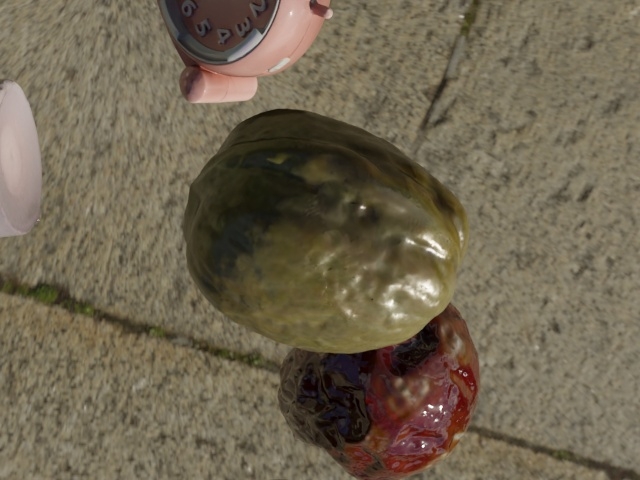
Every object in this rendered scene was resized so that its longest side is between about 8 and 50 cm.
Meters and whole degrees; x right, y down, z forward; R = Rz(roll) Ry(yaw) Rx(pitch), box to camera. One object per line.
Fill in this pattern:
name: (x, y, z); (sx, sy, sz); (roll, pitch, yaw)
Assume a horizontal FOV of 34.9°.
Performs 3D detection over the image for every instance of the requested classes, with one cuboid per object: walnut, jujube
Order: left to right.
walnut: (0.000, 0.000, 1.007); (0.282, 0.227, 0.283); (9, 139, 8)
jujube: (0.081, 0.209, 1.470); (0.276, 0.377, 0.277); (3, 73, -10)

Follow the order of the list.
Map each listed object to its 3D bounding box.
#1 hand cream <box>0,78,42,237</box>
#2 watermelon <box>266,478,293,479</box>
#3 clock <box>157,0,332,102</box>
hand cream: (-0.276, -0.032, 0.532); (0.247, 0.083, 0.133); (-2, 123, 1)
watermelon: (-0.052, 0.423, 1.283); (0.242, 0.242, 0.242); (-3, 106, -10)
clock: (-0.078, -0.306, 1.195); (0.142, 0.241, 0.227); (-14, 78, -48)
